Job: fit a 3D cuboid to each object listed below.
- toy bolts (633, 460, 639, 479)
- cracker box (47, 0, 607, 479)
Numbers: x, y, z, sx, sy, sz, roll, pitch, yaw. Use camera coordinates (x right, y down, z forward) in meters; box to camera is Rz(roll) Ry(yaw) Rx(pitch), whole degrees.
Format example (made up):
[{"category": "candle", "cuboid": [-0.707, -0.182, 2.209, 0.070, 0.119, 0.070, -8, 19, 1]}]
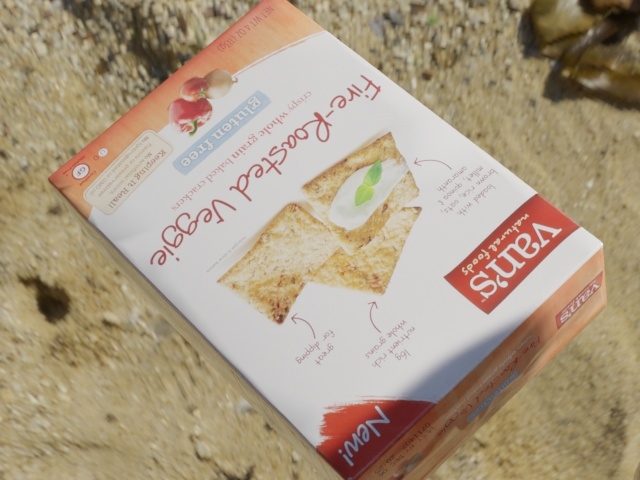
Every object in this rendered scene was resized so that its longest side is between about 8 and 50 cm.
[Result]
[{"category": "toy bolts", "cuboid": [0.226, 0.137, 0.647, 0.158, 0.228, 0.218, -12, 111, 18]}, {"category": "cracker box", "cuboid": [0.000, 0.000, 0.642, 0.156, 0.067, 0.232, -42, 61, -12]}]
